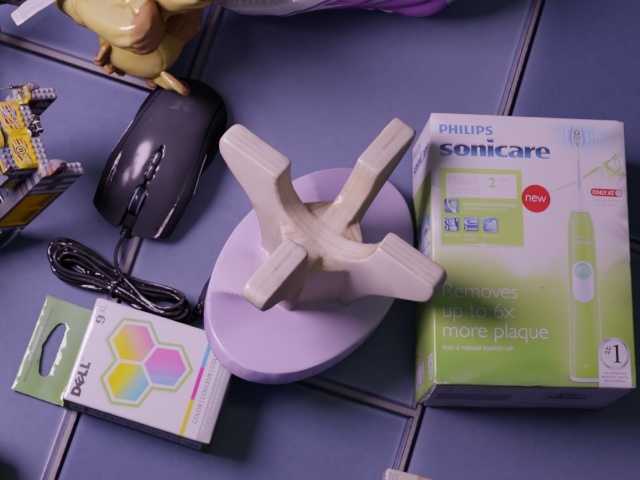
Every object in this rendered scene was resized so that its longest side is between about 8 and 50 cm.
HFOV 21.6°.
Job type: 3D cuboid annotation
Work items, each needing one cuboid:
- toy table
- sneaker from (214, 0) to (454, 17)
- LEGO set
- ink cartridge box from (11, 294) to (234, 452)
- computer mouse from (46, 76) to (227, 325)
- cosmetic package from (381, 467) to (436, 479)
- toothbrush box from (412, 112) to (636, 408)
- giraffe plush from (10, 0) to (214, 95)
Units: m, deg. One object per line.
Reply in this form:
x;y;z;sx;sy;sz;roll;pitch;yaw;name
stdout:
0.000;0.000;1.651;0.252;0.161;0.274;26;59;3;toy table
0.024;-0.273;1.798;0.282;0.161;0.102;-1;77;27;sneaker
-0.377;-0.134;1.625;0.255;0.192;0.331;3;63;-40;LEGO set
-0.194;0.127;1.679;0.209;0.062;0.109;18;73;-1;ink cartridge box
-0.147;-0.042;1.732;0.184;0.060;0.262;30;74;3;computer mouse
0.113;0.272;1.683;0.115;0.041;0.060;13;73;-2;cosmetic package
0.204;0.023;1.722;0.206;0.122;0.283;3;73;-6;toothbrush box
-0.182;-0.229;1.695;0.210;0.170;0.181;-21;60;9;giraffe plush
